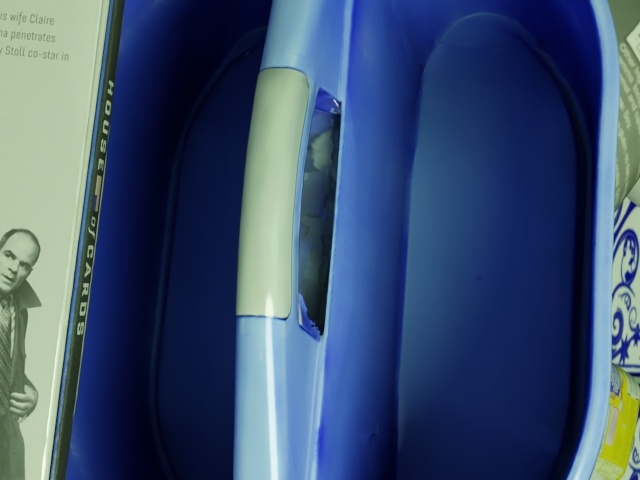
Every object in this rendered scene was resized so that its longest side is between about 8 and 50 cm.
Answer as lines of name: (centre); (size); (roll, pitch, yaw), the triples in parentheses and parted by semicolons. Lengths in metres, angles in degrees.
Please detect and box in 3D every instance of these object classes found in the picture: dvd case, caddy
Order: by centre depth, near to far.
dvd case: (-0.172, -0.017, 0.445); (0.029, 0.179, 0.239); (39, 58, -85)
caddy: (0.000, 0.000, 0.500); (0.179, 0.241, 0.341); (44, 49, -71)

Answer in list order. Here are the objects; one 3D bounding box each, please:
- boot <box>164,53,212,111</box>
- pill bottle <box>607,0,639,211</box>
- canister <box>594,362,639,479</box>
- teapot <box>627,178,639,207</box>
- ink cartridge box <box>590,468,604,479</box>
boot: (-0.040, -0.221, 0.671); (0.269, 0.089, 0.236); (-40, 125, -43)
pill bottle: (0.119, -0.104, 0.760); (0.363, 0.210, 0.210); (-50, 133, -27)
canister: (0.240, 0.162, 1.128); (0.170, 0.073, 0.126); (31, 70, -53)
teapot: (0.353, -0.143, 1.164); (0.252, 0.187, 0.256); (20, 105, -35)
ink cartridge box: (0.050, 0.224, 0.699); (0.270, 0.197, 0.198); (-6, 140, -54)
